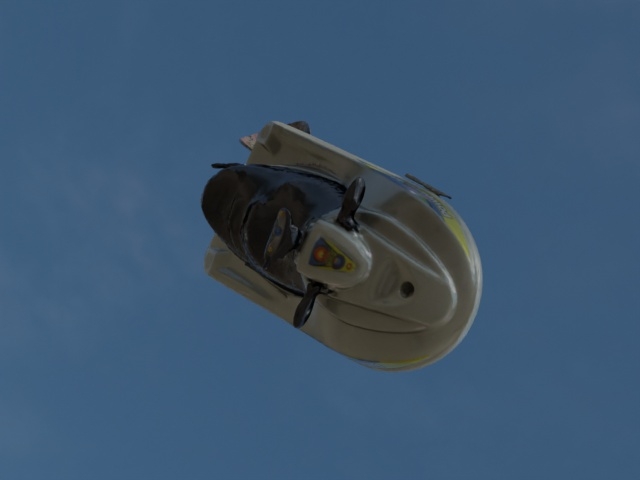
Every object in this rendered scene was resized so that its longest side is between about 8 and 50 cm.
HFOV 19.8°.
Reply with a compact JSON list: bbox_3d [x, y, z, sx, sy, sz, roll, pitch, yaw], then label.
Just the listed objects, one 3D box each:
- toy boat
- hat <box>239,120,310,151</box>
[{"bbox_3d":[0.002,0.000,1.287,0.269,0.141,0.141,30,-41,61],"label":"toy boat"},{"bbox_3d":[-0.029,-0.065,1.481,0.087,0.058,0.042,-139,-145,-61],"label":"hat"}]
